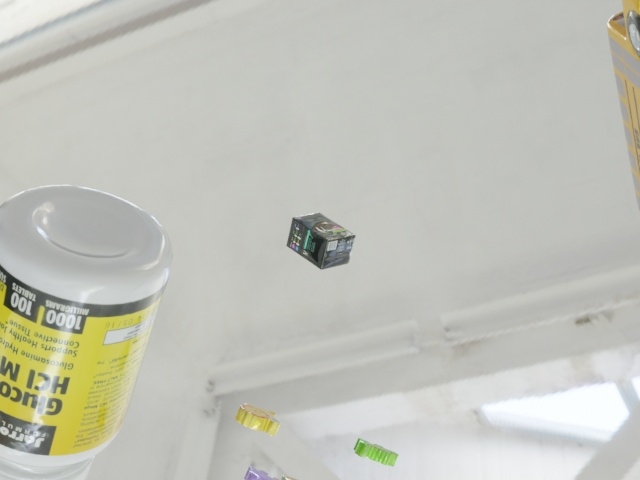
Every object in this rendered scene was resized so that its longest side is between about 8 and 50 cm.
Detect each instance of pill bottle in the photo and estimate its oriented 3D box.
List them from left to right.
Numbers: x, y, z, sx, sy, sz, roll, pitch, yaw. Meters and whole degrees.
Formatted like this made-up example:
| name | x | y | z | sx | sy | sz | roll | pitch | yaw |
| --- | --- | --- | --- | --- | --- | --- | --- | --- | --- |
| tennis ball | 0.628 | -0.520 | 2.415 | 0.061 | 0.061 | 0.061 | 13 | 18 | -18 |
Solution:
| name | x | y | z | sx | sy | sz | roll | pitch | yaw |
| --- | --- | --- | --- | --- | --- | --- | --- | --- | --- |
| pill bottle | -0.291 | 0.123 | 1.000 | 0.188 | 0.188 | 0.333 | 58 | -45 | 50 |

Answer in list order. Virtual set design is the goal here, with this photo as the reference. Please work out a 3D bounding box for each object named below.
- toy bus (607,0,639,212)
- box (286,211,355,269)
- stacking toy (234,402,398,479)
| name | x | y | z | sx | sy | sz | roll | pitch | yaw |
| --- | --- | --- | --- | --- | --- | --- | --- | --- | --- |
| toy bus | 0.396 | -0.153 | 0.994 | 0.108 | 0.332 | 0.130 | -19 | -148 | 5 |
| box | 0.000 | 0.000 | 1.377 | 0.062 | 0.052 | 0.083 | -11 | -147 | -43 |
| stacking toy | -0.028 | 0.305 | 1.087 | 0.167 | 0.221 | 0.052 | -68 | -161 | 1 |
